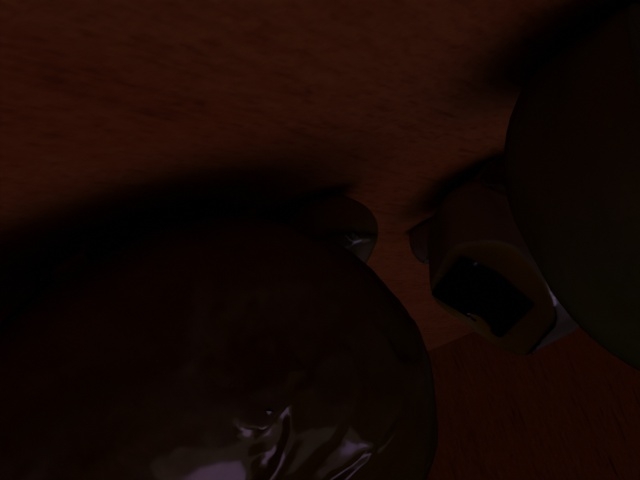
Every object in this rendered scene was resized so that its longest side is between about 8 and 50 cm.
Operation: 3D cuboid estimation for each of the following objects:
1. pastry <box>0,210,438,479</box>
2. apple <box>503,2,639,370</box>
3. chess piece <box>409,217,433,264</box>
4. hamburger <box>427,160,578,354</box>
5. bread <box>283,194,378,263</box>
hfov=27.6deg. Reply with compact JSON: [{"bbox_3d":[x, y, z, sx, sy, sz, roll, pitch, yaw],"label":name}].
[{"bbox_3d":[-0.109,0.156,0.940,0.409,0.245,0.410,-23,139,-22],"label":"pastry"},{"bbox_3d":[0.271,-0.041,0.857,0.291,0.254,0.292,-20,174,-2],"label":"apple"},{"bbox_3d":[0.133,-0.005,1.344,0.083,0.038,0.084,-22,172,-3],"label":"chess piece"},{"bbox_3d":[0.179,0.016,1.200,0.116,0.173,0.210,-51,169,-23],"label":"hamburger"},{"bbox_3d":[0.000,0.000,1.055,0.082,0.056,0.115,-7,157,-11],"label":"bread"}]
